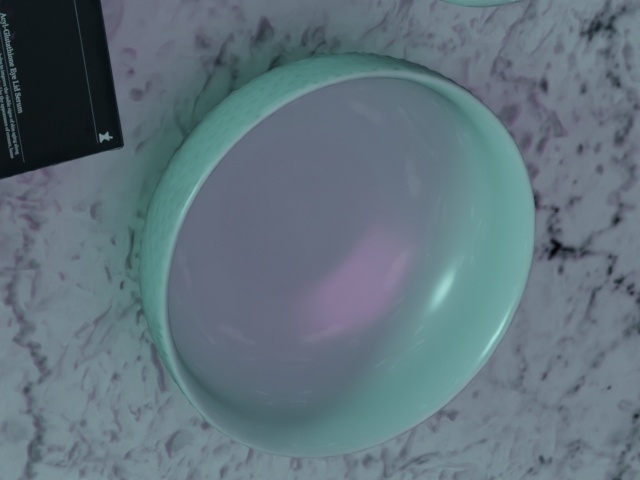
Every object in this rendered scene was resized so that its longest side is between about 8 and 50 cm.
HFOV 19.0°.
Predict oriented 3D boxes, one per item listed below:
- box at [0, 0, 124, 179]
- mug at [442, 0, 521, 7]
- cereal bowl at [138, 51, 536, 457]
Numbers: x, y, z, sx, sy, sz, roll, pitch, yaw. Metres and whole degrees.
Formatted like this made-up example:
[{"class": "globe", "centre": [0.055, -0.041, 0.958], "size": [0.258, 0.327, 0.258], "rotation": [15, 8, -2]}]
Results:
[{"class": "box", "centre": [-0.258, -0.177, 1.379], "size": [0.184, 0.103, 0.261], "rotation": [-15, 118, -17]}, {"class": "mug", "centre": [0.116, -0.379, 1.403], "size": [0.374, 0.276, 0.328], "rotation": [-57, 137, -31]}, {"class": "cereal bowl", "centre": [0.000, 0.000, 1.571], "size": [0.339, 0.141, 0.339], "rotation": [-11, 117, -23]}]
